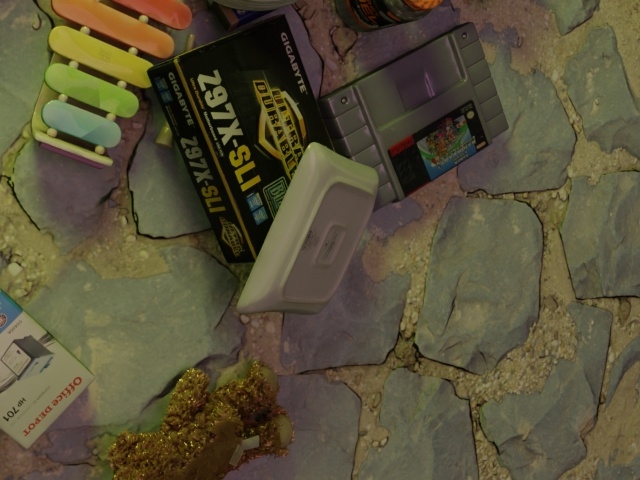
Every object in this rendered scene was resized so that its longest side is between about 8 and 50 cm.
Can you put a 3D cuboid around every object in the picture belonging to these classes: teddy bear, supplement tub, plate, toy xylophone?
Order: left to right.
[{"bbox_3d":[-0.292,-0.261,1.198,0.236,0.081,0.322,10,90,-31],"label":"toy xylophone"},{"bbox_3d":[-0.185,0.324,1.316,0.338,0.113,0.245,-43,121,-28],"label":"teddy bear"},{"bbox_3d":[0.000,0.000,1.301,0.278,0.045,0.277,12,104,-65],"label":"plate"},{"bbox_3d":[0.117,-0.414,1.357,0.117,0.190,0.117,-3,95,-30],"label":"supplement tub"}]

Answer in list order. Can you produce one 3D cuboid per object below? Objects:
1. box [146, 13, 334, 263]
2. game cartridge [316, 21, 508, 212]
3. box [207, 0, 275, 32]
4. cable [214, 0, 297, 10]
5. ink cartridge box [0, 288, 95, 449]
[{"bbox_3d":[-0.099,-0.161,1.276,0.257,0.079,0.322,-36,112,-43],"label":"box"},{"bbox_3d":[0.181,-0.224,1.491,0.355,0.068,0.230,-32,105,-24],"label":"game cartridge"},{"bbox_3d":[-0.088,-0.434,1.302,0.225,0.036,0.136,-32,88,-25],"label":"box"},{"bbox_3d":[-0.098,-0.467,1.238,0.257,0.089,0.257,20,67,-12],"label":"cable"},{"bbox_3d":[-0.438,0.176,1.156,0.139,0.082,0.190,-48,114,-17],"label":"ink cartridge box"}]
